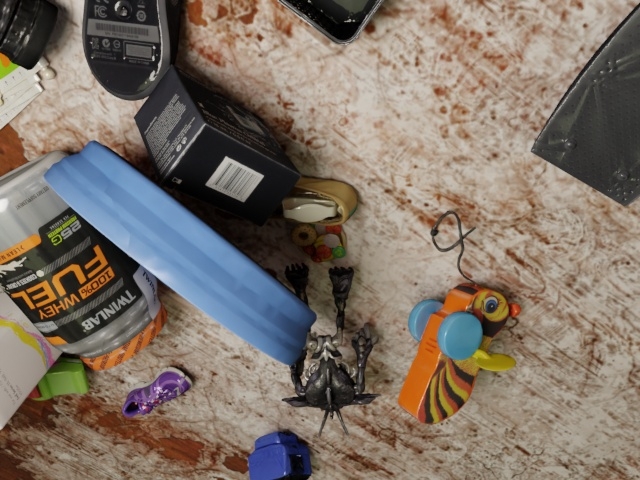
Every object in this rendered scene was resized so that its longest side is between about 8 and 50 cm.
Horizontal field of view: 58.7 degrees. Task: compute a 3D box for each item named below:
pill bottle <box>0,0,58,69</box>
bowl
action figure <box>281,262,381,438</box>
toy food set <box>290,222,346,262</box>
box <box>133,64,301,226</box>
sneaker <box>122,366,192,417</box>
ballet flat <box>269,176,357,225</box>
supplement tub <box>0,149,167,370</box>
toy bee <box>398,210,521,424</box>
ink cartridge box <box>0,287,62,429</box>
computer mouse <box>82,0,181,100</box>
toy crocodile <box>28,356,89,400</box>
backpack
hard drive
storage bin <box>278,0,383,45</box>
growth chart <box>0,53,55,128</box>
[{"bbox_3d":[-0.447,-0.301,0.689,0.219,0.123,0.123,22,128,-39],"label":"pill bottle"},{"bbox_3d":[-0.169,0.013,0.749,0.391,0.391,0.077,40,82,-14],"label":"bowl"},{"bbox_3d":[0.015,0.174,0.931,0.164,0.141,0.275,-2,105,9],"label":"action figure"},{"bbox_3d":[0.000,0.000,0.892,0.083,0.020,0.083,-19,116,20],"label":"toy food set"},{"bbox_3d":[-0.132,-0.119,0.721,0.156,0.158,0.093,24,113,-44],"label":"box"},{"bbox_3d":[-0.319,0.305,1.110,0.170,0.071,0.068,-31,112,25],"label":"sneaker"},{"bbox_3d":[-0.063,-0.062,0.834,0.232,0.073,0.080,3,121,9],"label":"ballet flat"},{"bbox_3d":[-0.389,0.038,0.885,0.194,0.193,0.316,-20,116,21],"label":"supplement tub"},{"bbox_3d":[0.228,0.132,0.852,0.162,0.195,0.298,11,115,-25],"label":"toy bee"},{"bbox_3d":[-0.558,0.188,0.913,0.207,0.353,0.119,-7,120,14],"label":"ink cartridge box"},{"bbox_3d":[-0.224,-0.315,0.716,0.188,0.072,0.272,13,111,5],"label":"computer mouse"},{"bbox_3d":[-0.621,0.255,1.114,0.341,0.105,0.115,9,123,5],"label":"toy crocodile"},{"bbox_3d":[-0.072,0.437,1.132,0.098,0.101,0.120,-18,149,24],"label":"backpack"},{"bbox_3d":[0.396,-0.180,0.688,0.172,0.054,0.254,28,122,-7],"label":"hard drive"},{"bbox_3d":[-0.002,-0.329,0.652,0.180,0.084,0.122,34,121,-10],"label":"storage bin"},{"bbox_3d":[-0.502,-0.244,0.835,0.237,0.021,0.172,-33,109,26],"label":"growth chart"}]
